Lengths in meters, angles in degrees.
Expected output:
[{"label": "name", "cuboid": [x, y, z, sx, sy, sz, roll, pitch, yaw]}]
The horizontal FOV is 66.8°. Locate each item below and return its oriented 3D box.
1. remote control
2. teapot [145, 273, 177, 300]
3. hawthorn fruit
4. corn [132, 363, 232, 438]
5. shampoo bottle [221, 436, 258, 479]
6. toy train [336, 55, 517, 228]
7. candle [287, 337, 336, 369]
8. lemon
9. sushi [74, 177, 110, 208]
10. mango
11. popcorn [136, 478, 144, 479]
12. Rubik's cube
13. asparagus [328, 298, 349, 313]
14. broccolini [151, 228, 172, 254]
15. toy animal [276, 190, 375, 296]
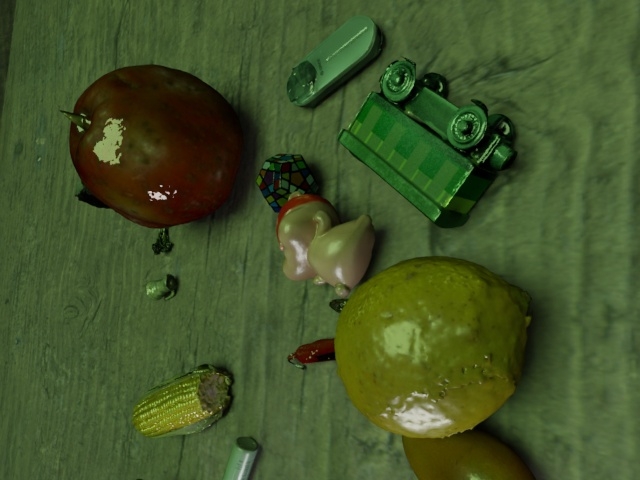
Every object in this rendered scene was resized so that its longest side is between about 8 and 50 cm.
[{"label": "remote control", "cuboid": [0.023, -0.371, 1.023, 0.247, 0.052, 0.104, -28, 65, 34]}, {"label": "teapot", "cuboid": [-0.428, 0.129, 1.326, 0.083, 0.057, 0.067, -26, 105, 31]}, {"label": "hawthorn fruit", "cuboid": [-0.406, -0.228, 1.143, 0.402, 0.402, 0.403, -7, 78, 39]}, {"label": "corn", "cuboid": [-0.339, 0.393, 1.175, 0.305, 0.122, 0.123, -27, 39, 31]}, {"label": "shampoo bottle", "cuboid": [-0.189, 0.529, 1.058, 0.056, 0.056, 0.195, 24, 98, 40]}, {"label": "toy train", "cuboid": [0.179, -0.170, 0.821, 0.301, 0.120, 0.202, 47, 116, 34]}, {"label": "candle", "cuboid": [-0.004, 0.225, 0.965, 0.162, 0.048, 0.053, -19, 37, 37]}, {"label": "lemon", "cuboid": [0.160, 0.148, 0.704, 0.310, 0.253, 0.254, -31, 64, 26]}, {"label": "sushi", "cuboid": [-0.592, -0.232, 1.436, 0.350, 0.170, 0.211, -47, 39, 28]}, {"label": "mango", "cuboid": [0.218, 0.341, 0.712, 0.253, 0.113, 0.139, 38, 112, 45]}, {"label": "popcorn", "cuboid": [-0.357, 0.653, 1.125, 0.168, 0.173, 0.195, -43, 20, -15]}, {"label": "Rubik's cube", "cuboid": [-0.069, -0.121, 1.022, 0.133, 0.133, 0.112, 20, 122, 40]}, {"label": "asparagus", "cuboid": [0.081, 0.133, 0.911, 0.165, 0.030, 0.036, 5, 96, 40]}, {"label": "broccolini", "cuboid": [-0.444, -0.055, 1.365, 0.052, 0.054, 0.194, -171, 83, -73]}, {"label": "toy animal", "cuboid": [0.000, 0.000, 0.919, 0.197, 0.171, 0.171, 24, 99, 33]}]
